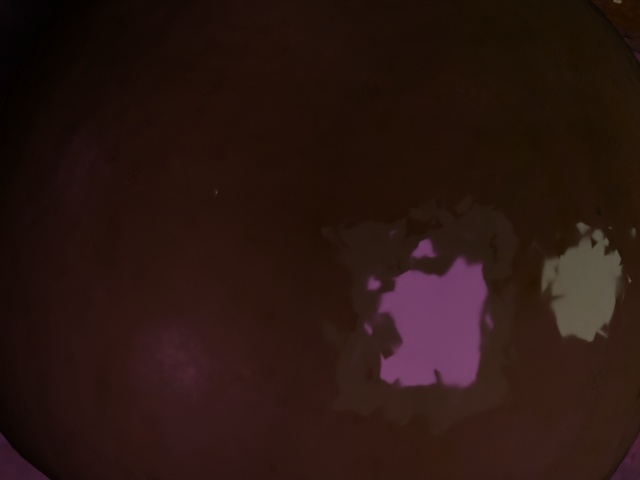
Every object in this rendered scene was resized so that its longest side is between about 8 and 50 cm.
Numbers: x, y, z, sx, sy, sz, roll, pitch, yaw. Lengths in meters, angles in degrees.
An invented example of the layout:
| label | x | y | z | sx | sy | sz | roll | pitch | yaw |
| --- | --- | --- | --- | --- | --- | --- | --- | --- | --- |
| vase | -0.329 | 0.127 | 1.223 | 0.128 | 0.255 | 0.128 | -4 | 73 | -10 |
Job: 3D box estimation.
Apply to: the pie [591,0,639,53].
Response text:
| label | x | y | z | sx | sy | sz | roll | pitch | yaw |
| --- | --- | --- | --- | --- | --- | --- | --- | --- | --- |
| pie | 0.171 | -0.237 | 0.951 | 0.323 | 0.070 | 0.323 | -12 | 113 | -31 |

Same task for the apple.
| label | x | y | z | sx | sy | sz | roll | pitch | yaw |
| --- | --- | --- | --- | --- | --- | --- | --- | --- | --- |
| apple | 0.000 | 0.000 | 0.794 | 0.292 | 0.292 | 0.254 | 8 | 93 | -36 |
